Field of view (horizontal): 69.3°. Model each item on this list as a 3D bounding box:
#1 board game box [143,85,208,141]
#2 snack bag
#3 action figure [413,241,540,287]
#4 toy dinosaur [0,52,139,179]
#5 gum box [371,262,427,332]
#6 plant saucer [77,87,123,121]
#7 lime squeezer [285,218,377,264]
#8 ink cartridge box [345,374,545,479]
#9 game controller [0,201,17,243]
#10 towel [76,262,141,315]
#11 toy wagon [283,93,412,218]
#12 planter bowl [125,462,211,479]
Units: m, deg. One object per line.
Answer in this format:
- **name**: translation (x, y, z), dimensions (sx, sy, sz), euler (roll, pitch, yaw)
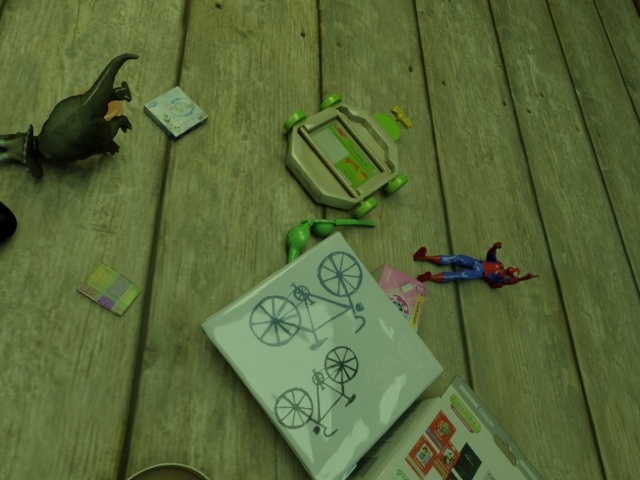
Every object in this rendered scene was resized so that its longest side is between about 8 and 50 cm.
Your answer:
- **board game box**: translation (-0.291, -0.257, 0.937), dimensions (0.090, 0.020, 0.090), euler (45, 57, -1)
- **snack bag**: translation (0.022, 0.188, 0.804), dimensions (0.323, 0.037, 0.343), euler (-35, 82, -30)
- **action figure**: translation (0.367, 0.053, 1.044), dimensions (0.280, 0.139, 0.092), euler (6, 66, -26)
- **toy dinosaur**: translation (-0.388, -0.182, 0.748), dimensions (0.121, 0.313, 0.160), euler (62, 29, -20)
- **gum box**: translation (0.136, 0.154, 0.925), dimensions (0.107, 0.062, 0.189), euler (29, 58, -10)
- **plant saucer**: translation (-0.420, -0.257, 0.879), dimensions (0.083, 0.013, 0.084), euler (11, 63, -22)
- **lime squeezer**: translation (0.000, 0.000, 0.936), dimensions (0.110, 0.059, 0.310), euler (49, 55, 3)
- **ink cartridge box**: translation (0.229, 0.441, 0.796), dimensions (0.271, 0.130, 0.310), euler (-35, 85, -35)
- **game controller**: translation (-0.607, -0.086, 0.653), dimensions (0.319, 0.067, 0.166), euler (40, 20, -4)
- **towel**: translation (-0.346, 0.080, 0.760), dimensions (0.083, 0.009, 0.060), euler (35, 56, -8)
- **toy wagon**: translation (0.084, -0.211, 1.068), dimensions (0.344, 0.068, 0.267), euler (-36, 85, -34)
- **planter bowl**: translation (-0.218, 0.386, 0.619), dimensions (0.161, 0.109, 0.162), euler (10, 64, -21)
